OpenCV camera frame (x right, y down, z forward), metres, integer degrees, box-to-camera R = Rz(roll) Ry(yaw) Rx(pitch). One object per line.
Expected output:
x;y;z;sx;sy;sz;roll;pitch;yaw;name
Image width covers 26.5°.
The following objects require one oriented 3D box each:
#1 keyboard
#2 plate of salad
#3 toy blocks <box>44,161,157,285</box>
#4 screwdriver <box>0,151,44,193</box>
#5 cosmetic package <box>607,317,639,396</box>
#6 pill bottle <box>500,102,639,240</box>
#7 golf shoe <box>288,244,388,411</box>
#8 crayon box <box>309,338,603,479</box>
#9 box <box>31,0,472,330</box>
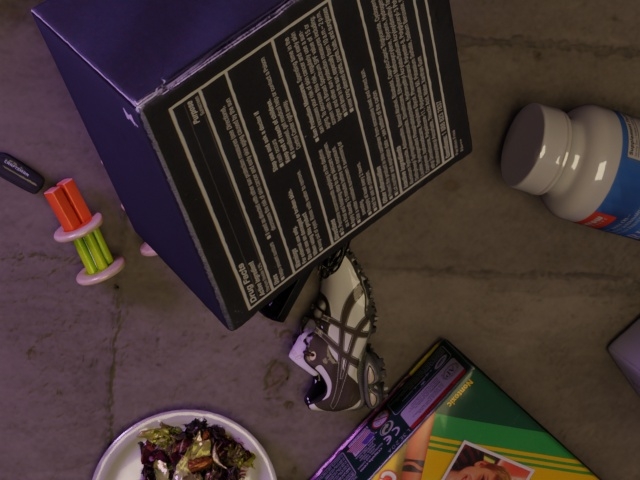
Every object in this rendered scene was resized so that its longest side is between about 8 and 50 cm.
0.000;0.000;1.365;0.038;0.100;0.192;23;99;-34;keyboard
-0.141;0.275;1.417;0.200;0.048;0.200;-1;98;-8;plate of salad
-0.209;-0.046;1.315;0.123;0.054;0.148;-25;110;-8;toy blocks
-0.335;-0.097;1.285;0.170;0.024;0.025;37;94;-17;screwdriver
0.592;0.203;1.459;0.327;0.329;0.393;-39;112;-1;cosmetic package
0.305;-0.070;1.413;0.221;0.124;0.124;14;101;-18;pill bottle
0.011;0.091;1.403;0.094;0.077;0.198;-13;107;-11;golf shoe
0.130;0.344;1.490;0.313;0.106;0.363;42;92;-22;crayon box
-0.047;-0.135;1.181;0.294;0.183;0.296;-37;142;-17;box
